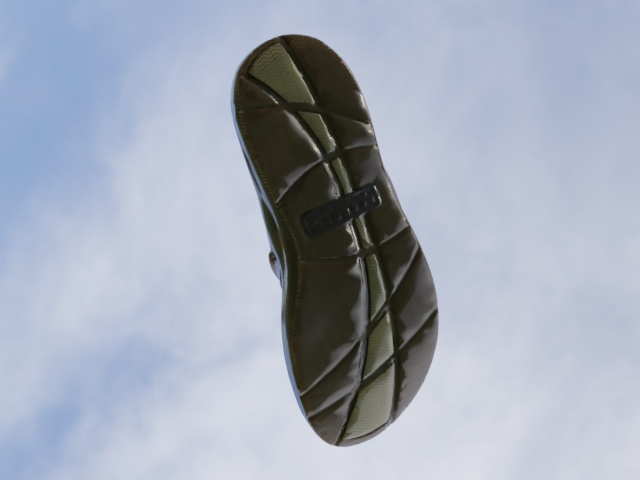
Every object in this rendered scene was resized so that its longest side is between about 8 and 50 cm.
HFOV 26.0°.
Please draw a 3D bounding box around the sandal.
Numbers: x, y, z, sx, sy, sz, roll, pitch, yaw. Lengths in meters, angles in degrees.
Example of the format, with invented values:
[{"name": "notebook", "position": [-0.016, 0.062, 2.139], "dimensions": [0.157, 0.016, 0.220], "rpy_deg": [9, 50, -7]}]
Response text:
[{"name": "sandal", "position": [0.000, 0.000, 0.730], "dimensions": [0.060, 0.090, 0.219], "rpy_deg": [18, -51, 69]}]
